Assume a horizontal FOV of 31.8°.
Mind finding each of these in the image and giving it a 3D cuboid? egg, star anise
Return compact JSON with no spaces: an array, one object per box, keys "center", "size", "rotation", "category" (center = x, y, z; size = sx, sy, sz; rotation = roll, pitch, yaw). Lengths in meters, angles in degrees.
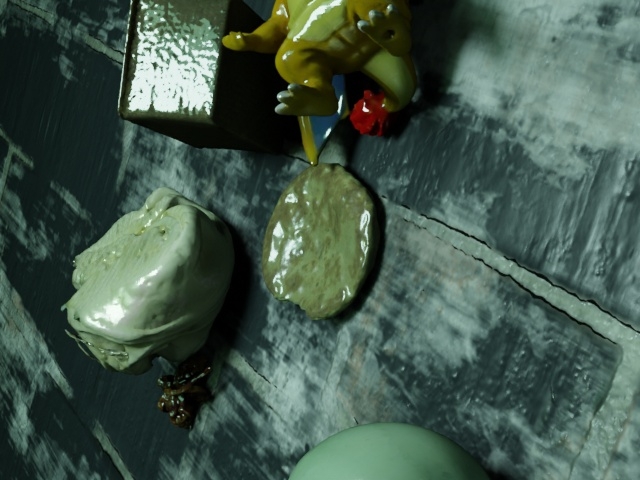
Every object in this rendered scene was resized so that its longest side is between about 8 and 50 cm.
[{"center":[0.071,0.291,1.175],"size":[0.283,0.203,0.202],"rotation":[-6,77,60],"category":"egg"},{"center":[-0.206,0.228,1.757],"size":[0.191,0.070,0.097],"rotation":[-38,49,44],"category":"star anise"}]

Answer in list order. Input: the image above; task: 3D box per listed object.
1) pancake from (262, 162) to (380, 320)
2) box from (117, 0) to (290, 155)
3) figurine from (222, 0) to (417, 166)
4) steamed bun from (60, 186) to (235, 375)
[{"center":[0.001,0.000,1.517],"size":[0.236,0.042,0.222],"rotation":[-10,68,53],"category":"pancake"},{"center":[-0.151,-0.233,1.584],"size":[0.143,0.273,0.184],"rotation":[5,86,19],"category":"box"},{"center":[0.002,-0.321,1.402],"size":[0.401,0.268,0.387],"rotation":[-52,44,43],"category":"figurine"},{"center":[-0.243,0.081,1.746],"size":[0.280,0.207,0.268],"rotation":[-41,29,2],"category":"steamed bun"}]
